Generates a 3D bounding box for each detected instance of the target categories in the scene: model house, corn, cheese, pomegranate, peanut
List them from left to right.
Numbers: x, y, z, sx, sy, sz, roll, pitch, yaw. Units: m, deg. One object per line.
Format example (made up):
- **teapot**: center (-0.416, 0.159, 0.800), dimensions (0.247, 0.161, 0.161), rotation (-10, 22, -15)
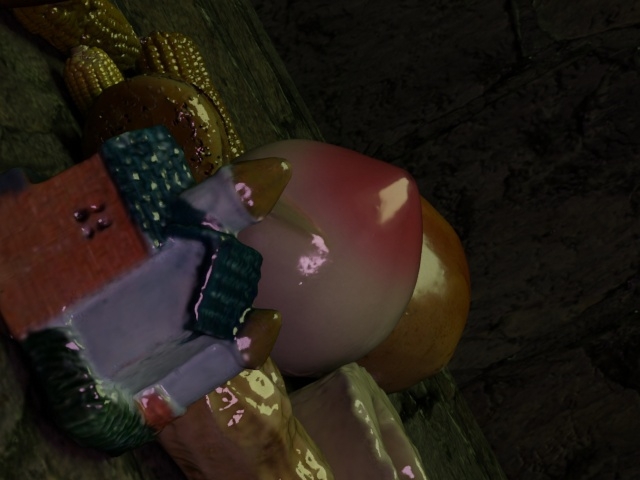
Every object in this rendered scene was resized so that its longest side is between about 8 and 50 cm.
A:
- **corn**: center (-0.298, -0.271, 2.018), dimensions (0.097, 0.097, 0.320), rotation (65, 9, 18)
- **corn**: center (-0.240, -0.137, 2.009), dimensions (0.206, 0.067, 0.067), rotation (62, 10, -8)
- **model house**: center (-0.135, 0.020, 1.490), dimensions (0.253, 0.291, 0.184), rotation (65, 15, 20)
- **corn**: center (-0.164, -0.141, 2.330), dimensions (0.313, 0.102, 0.102), rotation (66, 10, 3)
- **peanut**: center (-0.077, 0.197, 1.673), dimensions (0.325, 0.153, 0.140), rotation (56, 50, -18)
- **pomegranate**: center (0.051, 0.061, 2.363), dimensions (0.319, 0.319, 0.319), rotation (58, 10, -17)
- **cheese**: center (0.048, 0.320, 1.938), dimensions (0.292, 0.153, 0.332), rotation (55, 10, -52)

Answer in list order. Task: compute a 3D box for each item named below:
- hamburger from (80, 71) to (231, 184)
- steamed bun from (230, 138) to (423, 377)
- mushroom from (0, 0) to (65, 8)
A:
- **hamburger**: center (-0.185, -0.097, 1.919), dimensions (0.177, 0.186, 0.113), rotation (21, 14, -7)
- **steamed bun**: center (0.000, 0.000, 2.070), dimensions (0.309, 0.309, 0.309), rotation (58, 10, -17)
- **mushroom**: center (-0.282, -0.423, 1.750), dimensions (0.334, 0.331, 0.356), rotation (165, -92, -77)
